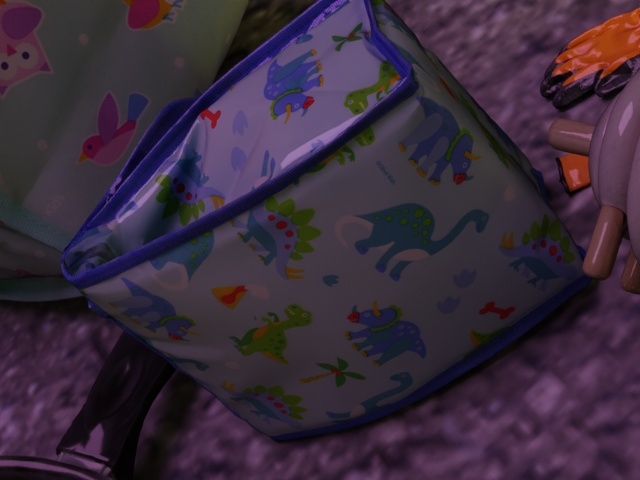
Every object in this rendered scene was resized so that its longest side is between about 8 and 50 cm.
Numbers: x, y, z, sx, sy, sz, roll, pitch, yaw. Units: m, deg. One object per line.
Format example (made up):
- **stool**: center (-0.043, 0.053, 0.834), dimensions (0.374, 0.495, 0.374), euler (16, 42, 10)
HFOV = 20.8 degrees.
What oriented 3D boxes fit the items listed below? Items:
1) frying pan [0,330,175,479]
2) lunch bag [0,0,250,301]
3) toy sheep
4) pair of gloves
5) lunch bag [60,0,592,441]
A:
- **frying pan**: center (-0.135, 0.118, 0.688), dimensions (0.197, 0.053, 0.326), euler (-4, 38, 8)
- **lunch bag**: center (-0.167, -0.088, 0.872), dimensions (0.262, 0.160, 0.223), euler (-9, 52, 56)
- **toy sheep**: center (0.131, -0.020, 0.575), dimensions (0.132, 0.091, 0.091), euler (17, 68, 30)
- **pair of gloves**: center (0.121, -0.061, 0.684), dimensions (0.074, 0.010, 0.083), euler (-28, 41, 22)
- **lunch bag**: center (0.000, 0.000, 0.645), dimensions (0.151, 0.129, 0.096), euler (-39, 36, 13)
